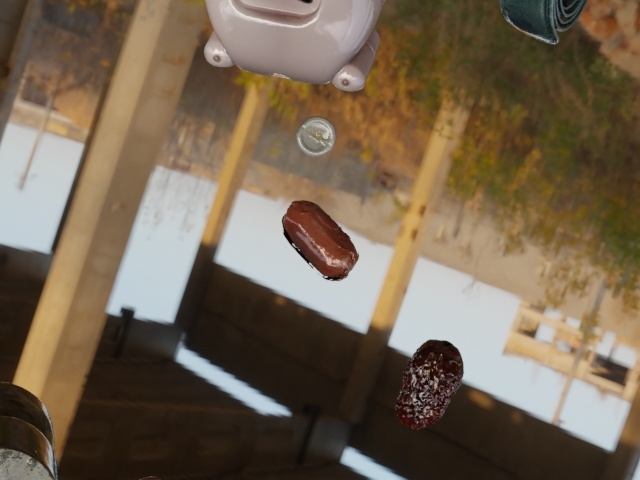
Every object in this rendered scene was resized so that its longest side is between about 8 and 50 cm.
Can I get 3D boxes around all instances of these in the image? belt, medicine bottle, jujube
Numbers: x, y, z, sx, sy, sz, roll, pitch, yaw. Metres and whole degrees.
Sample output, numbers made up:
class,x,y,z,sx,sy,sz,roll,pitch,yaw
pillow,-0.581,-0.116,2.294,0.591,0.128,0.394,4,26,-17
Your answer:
class,x,y,z,sx,sy,sz,roll,pitch,yaw
belt,0.332,-0.405,1.451,0.116,0.267,0.206,21,-139,26
medicine bottle,-0.007,-0.209,2.072,0.079,0.079,0.140,19,-174,-2
jujube,0.192,0.253,1.793,0.104,0.165,0.104,16,-166,-4

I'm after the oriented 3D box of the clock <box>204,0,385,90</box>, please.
class,x,y,z,sx,sy,sz,roll,pitch,yaw
clock,-0.043,-0.427,1.662,0.342,0.325,0.184,9,-138,4

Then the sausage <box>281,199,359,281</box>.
class,x,y,z,sx,sy,sz,roll,pitch,yaw
sausage,0.000,0.000,1.550,0.141,0.076,0.076,47,-167,17

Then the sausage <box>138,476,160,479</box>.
class,x,y,z,sx,sy,sz,roll,pitch,yaw
sausage,-0.359,0.487,1.924,0.042,0.036,0.158,33,-143,19

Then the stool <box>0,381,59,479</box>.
class,x,y,z,sx,sy,sz,roll,pitch,yaw
stool,-0.462,0.324,1.458,0.179,0.179,0.264,18,-175,-20
